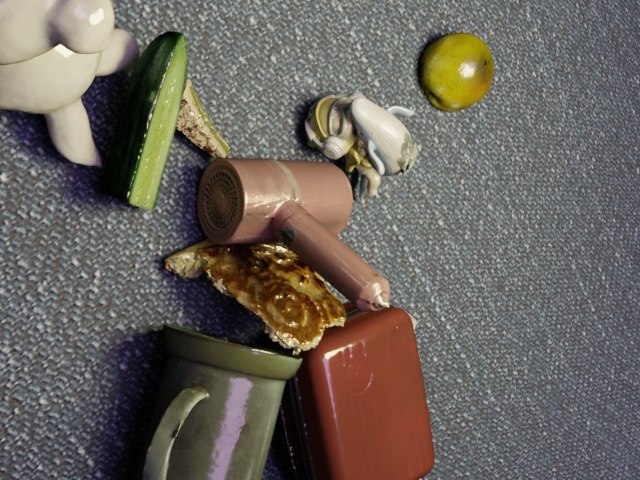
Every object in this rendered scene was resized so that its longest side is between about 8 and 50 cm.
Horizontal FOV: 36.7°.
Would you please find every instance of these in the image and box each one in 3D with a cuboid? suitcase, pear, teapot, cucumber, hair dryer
[{"bbox_3d":[0.046,0.258,1.510,0.236,0.161,0.297,-19,104,-37],"label":"suitcase"},{"bbox_3d":[0.247,-0.293,1.678,0.141,0.104,0.141,-5,98,-35],"label":"pear"},{"bbox_3d":[-0.166,0.294,1.302,0.270,0.200,0.337,33,70,-74],"label":"teapot"},{"bbox_3d":[-0.233,-0.161,1.284,0.115,0.063,0.244,-25,134,-80],"label":"cucumber"},{"bbox_3d":[0.000,0.000,1.353,0.210,0.352,0.125,-1,122,-40],"label":"hair dryer"}]

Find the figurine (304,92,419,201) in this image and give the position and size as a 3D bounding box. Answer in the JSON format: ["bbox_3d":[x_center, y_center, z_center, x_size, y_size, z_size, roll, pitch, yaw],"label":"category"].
[{"bbox_3d":[0.067,-0.154,1.527,0.208,0.184,0.128,82,32,-59],"label":"figurine"}]

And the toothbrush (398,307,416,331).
[{"bbox_3d":[0.065,0.075,1.602,0.307,0.025,0.029,39,61,-34],"label":"toothbrush"}]

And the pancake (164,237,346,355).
[{"bbox_3d":[-0.077,0.060,1.430,0.257,0.056,0.212,39,34,3],"label":"pancake"}]

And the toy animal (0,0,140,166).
[{"bbox_3d":[-0.325,-0.233,1.136,0.367,0.241,0.196,76,37,-74],"label":"toy animal"}]

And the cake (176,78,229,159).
[{"bbox_3d":[-0.181,-0.164,1.384,0.051,0.055,0.140,-90,157,-46],"label":"cake"}]
